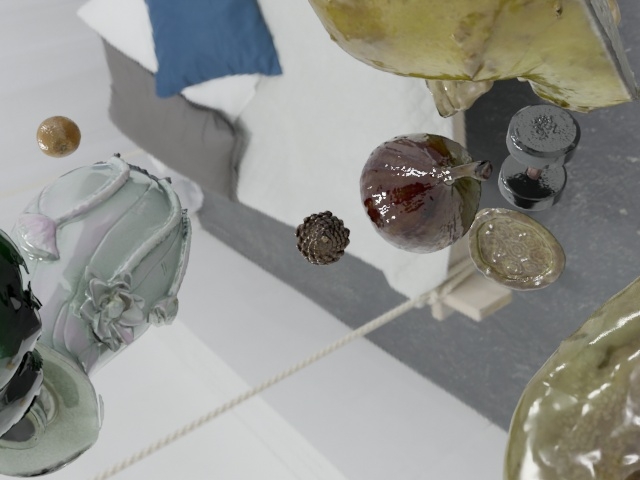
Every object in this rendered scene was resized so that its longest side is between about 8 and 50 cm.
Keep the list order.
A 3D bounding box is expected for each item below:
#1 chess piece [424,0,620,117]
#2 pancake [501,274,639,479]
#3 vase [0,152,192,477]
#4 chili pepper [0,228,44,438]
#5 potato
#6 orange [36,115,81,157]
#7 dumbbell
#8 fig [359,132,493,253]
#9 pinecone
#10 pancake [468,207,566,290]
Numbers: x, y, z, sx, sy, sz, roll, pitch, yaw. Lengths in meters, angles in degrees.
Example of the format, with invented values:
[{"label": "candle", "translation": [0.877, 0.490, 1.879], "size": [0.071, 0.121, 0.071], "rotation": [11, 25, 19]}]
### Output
[{"label": "chess piece", "translation": [0.331, -0.315, 1.197], "size": [0.307, 0.138, 0.124], "rotation": [-16, 111, 28]}, {"label": "pancake", "translation": [0.210, 0.118, 0.402], "size": [0.050, 0.294, 0.294], "rotation": [32, 161, -22]}, {"label": "vase", "translation": [-0.307, 0.073, 0.907], "size": [0.445, 0.250, 0.249], "rotation": [-88, -9, -61]}, {"label": "chili pepper", "translation": [-0.342, 0.077, 0.493], "size": [0.233, 0.257, 0.248], "rotation": [25, 137, 31]}, {"label": "potato", "translation": [0.170, -0.288, 0.869], "size": [0.296, 0.397, 0.289], "rotation": [-19, 59, 27]}, {"label": "orange", "translation": [-0.475, -0.187, 1.325], "size": [0.085, 0.085, 0.085], "rotation": [40, 143, 39]}, {"label": "dumbbell", "translation": [0.489, -0.184, 1.646], "size": [0.152, 0.153, 0.218], "rotation": [49, 165, 28]}, {"label": "fig", "translation": [0.194, -0.099, 1.197], "size": [0.216, 0.217, 0.321], "rotation": [64, 163, 3]}, {"label": "pinecone", "translation": [-0.002, 0.003, 1.324], "size": [0.102, 0.102, 0.109], "rotation": [56, 146, 17]}, {"label": "pancake", "translation": [0.458, 0.023, 1.723], "size": [0.250, 0.031, 0.250], "rotation": [26, 140, 23]}]
